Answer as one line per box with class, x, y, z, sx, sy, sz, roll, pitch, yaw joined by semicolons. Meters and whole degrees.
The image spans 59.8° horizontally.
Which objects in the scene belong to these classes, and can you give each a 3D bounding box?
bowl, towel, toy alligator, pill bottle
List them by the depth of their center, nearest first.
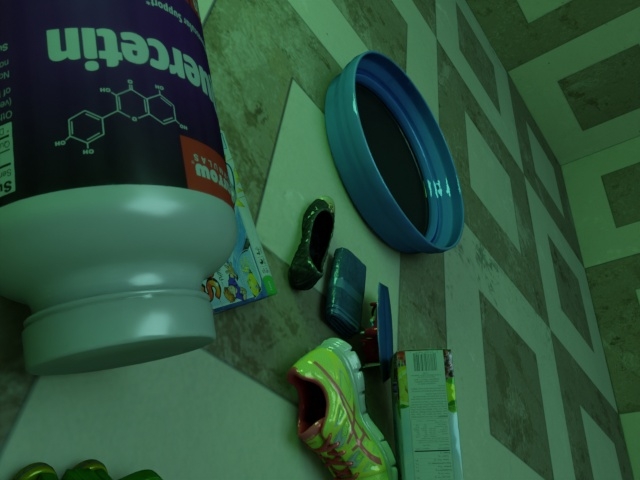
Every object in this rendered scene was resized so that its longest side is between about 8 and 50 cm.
toy alligator;-0.188;0.181;0.362;0.190;0.056;0.051;21;86;-49
pill bottle;-0.166;-0.072;0.424;0.182;0.182;0.322;9;64;-54
towel;0.034;0.071;0.777;0.067;0.029;0.119;46;39;-34
bowl;0.144;-0.156;1.035;0.391;0.077;0.390;33;47;-43

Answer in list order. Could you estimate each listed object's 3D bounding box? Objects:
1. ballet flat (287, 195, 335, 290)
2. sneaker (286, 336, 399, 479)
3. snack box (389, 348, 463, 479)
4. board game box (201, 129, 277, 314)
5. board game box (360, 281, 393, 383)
ballet flat;0.000;0.000;0.750;0.057;0.049;0.173;49;37;-29
sneaker;0.015;0.221;0.626;0.094;0.081;0.208;-10;76;-47
snack box;0.125;0.242;0.678;0.174;0.070;0.207;73;14;-74
board game box;-0.128;-0.022;0.587;0.136;0.035;0.201;-13;82;-58
board game box;0.078;0.130;0.790;0.169;0.033;0.133;32;55;-75
